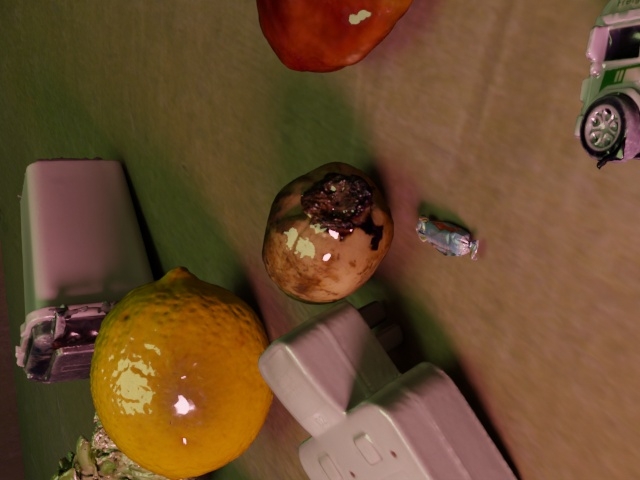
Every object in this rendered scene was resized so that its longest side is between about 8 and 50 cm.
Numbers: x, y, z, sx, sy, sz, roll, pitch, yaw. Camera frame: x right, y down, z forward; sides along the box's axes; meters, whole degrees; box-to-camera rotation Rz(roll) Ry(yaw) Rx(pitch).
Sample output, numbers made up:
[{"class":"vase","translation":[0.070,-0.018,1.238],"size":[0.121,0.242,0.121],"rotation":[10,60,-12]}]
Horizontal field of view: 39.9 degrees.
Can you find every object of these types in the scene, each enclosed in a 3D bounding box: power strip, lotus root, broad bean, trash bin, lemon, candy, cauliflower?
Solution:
[{"class":"power strip","translation":[0.068,0.185,0.881],"size":[0.261,0.141,0.229],"rotation":[56,148,10]},{"class":"lotus root","translation":[0.000,0.000,0.904],"size":[0.214,0.138,0.138],"rotation":[135,119,-66]},{"class":"broad bean","translation":[0.015,-0.243,0.793],"size":[0.228,0.122,0.156],"rotation":[-45,59,61]},{"class":"trash bin","translation":[-0.420,0.042,1.576],"size":[0.296,0.255,0.368],"rotation":[128,133,-56]},{"class":"lemon","translation":[-0.182,0.179,1.180],"size":[0.267,0.267,0.267],"rotation":[30,126,54]},{"class":"candy","translation":[0.115,0.000,0.805],"size":[0.083,0.020,0.030],"rotation":[33,128,50]},{"class":"cauliflower","translation":[-0.337,0.364,1.507],"size":[0.272,0.250,0.275],"rotation":[28,146,57]}]

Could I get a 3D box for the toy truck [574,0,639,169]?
[{"class":"toy truck","translation":[0.250,-0.090,0.443],"size":[0.253,0.114,0.124],"rotation":[11,96,60]}]
